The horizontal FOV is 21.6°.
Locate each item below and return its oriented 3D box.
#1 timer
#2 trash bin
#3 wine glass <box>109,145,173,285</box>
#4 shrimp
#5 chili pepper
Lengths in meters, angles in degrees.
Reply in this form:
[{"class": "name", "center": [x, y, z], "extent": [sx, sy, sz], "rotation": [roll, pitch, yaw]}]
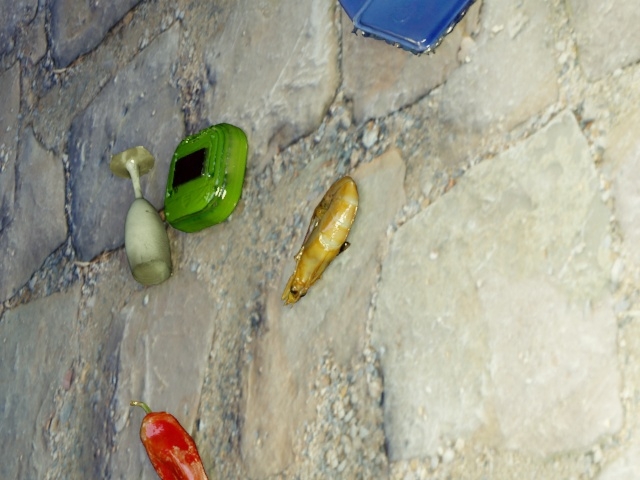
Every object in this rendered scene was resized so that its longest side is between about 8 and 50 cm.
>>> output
[{"class": "timer", "center": [-0.144, -0.078, 2.077], "extent": [0.140, 0.047, 0.128], "rotation": [-17, 60, 51]}, {"class": "trash bin", "center": [0.074, -0.333, 1.792], "extent": [0.184, 0.162, 0.234], "rotation": [-49, 44, 30]}, {"class": "wine glass", "center": [-0.232, -0.030, 2.169], "extent": [0.066, 0.066, 0.198], "rotation": [-46, 41, 33]}, {"class": "shrimp", "center": [-0.007, -0.003, 1.842], "extent": [0.162, 0.045, 0.095], "rotation": [-59, 35, 22]}, {"class": "chili pepper", "center": [-0.169, 0.247, 1.952], "extent": [0.059, 0.050, 0.191], "rotation": [-55, 49, 19]}]
